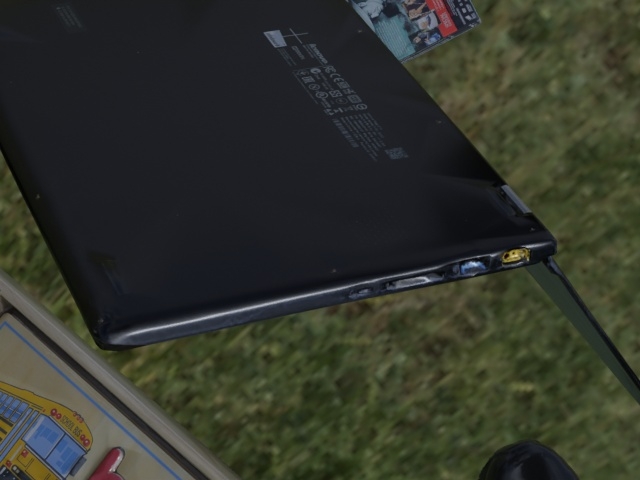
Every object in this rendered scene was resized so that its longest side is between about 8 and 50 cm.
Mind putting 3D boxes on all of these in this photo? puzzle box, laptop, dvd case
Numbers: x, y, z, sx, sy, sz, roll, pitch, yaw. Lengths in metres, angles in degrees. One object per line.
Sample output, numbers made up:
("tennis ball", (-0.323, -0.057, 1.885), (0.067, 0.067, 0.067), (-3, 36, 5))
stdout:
("puzzle box", (-0.228, 0.199, 1.301), (0.409, 0.272, 0.052), (36, -2, 30))
("laptop", (0.000, 0.000, 1.174), (0.408, 0.236, 0.382), (-11, 37, -20))
("dvd case", (0.077, -0.209, 1.679), (0.087, 0.119, 0.013), (65, 6, 22))

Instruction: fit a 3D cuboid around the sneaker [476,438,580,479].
("sneaker", (0.215, 0.302, 1.529), (0.109, 0.130, 0.286), (-22, 102, -11))
